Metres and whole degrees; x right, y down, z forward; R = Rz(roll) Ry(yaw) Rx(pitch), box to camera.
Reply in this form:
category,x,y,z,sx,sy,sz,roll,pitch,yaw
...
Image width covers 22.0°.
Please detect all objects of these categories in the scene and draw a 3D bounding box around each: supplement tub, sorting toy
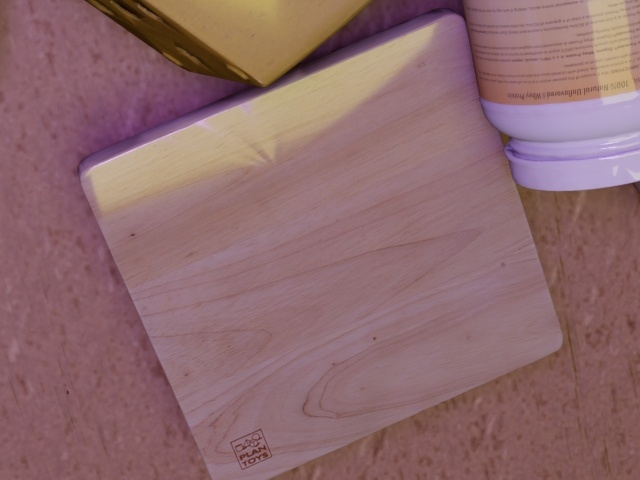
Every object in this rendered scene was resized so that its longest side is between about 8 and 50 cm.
category,x,y,z,sx,sy,sz,roll,pitch,yaw
supplement tub,0.157,-0.142,0.987,0.144,0.144,0.200,-14,106,-10
sorting toy,0.000,0.000,1.097,0.257,0.089,0.255,-23,116,-5

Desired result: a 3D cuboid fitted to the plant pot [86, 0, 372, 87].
category,x,y,z,sx,sy,sz,roll,pitch,yaw
plant pot,-0.059,-0.203,0.906,0.212,0.212,0.187,34,86,-25

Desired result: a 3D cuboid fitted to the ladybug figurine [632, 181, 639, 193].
category,x,y,z,sx,sy,sz,roll,pitch,yaw
ladybug figurine,0.365,-0.185,1.065,0.305,0.162,0.449,23,104,-12
